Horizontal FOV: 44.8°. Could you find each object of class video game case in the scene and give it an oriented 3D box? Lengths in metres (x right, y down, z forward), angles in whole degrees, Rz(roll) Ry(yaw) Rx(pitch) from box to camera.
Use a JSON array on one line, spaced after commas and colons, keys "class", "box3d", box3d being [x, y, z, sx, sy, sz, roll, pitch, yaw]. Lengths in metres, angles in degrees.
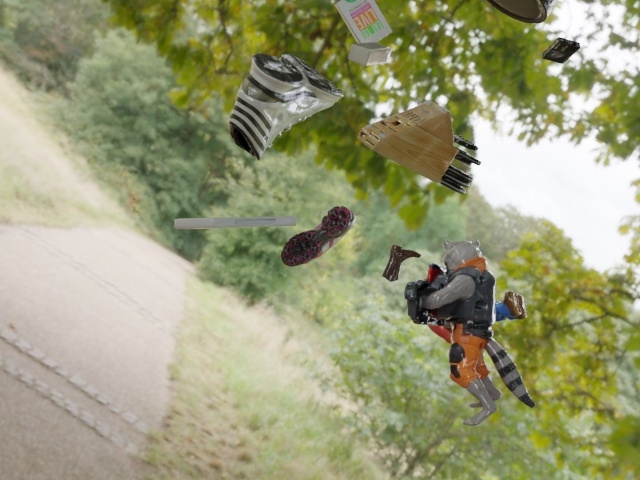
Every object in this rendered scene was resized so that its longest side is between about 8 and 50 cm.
[{"class": "video game case", "box3d": [-0.174, -0.036, 1.570, 0.183, 0.023, 0.201, -2, 2, -31]}]

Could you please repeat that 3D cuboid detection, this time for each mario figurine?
[{"class": "mario figurine", "box3d": [0.486, 0.214, 2.507, 0.198, 0.320, 0.170, 57, 30, -30]}]

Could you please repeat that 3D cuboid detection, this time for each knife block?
[{"class": "knife block", "box3d": [0.241, -0.189, 1.827, 0.088, 0.275, 0.242, 46, -26, 54]}]

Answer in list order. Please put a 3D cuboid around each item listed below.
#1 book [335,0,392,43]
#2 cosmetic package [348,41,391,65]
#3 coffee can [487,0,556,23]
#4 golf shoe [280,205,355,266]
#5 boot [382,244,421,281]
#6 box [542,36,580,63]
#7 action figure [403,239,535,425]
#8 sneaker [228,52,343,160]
[{"class": "book", "box3d": [0.118, -0.601, 2.101, 0.144, 0.096, 0.035, 57, -4, -9]}, {"class": "cosmetic package", "box3d": [0.126, -0.475, 1.978, 0.060, 0.041, 0.115, 28, 28, 27]}, {"class": "coffee can", "box3d": [0.514, -0.679, 1.809, 0.201, 0.275, 0.201, 34, -1, 1]}, {"class": "golf shoe", "box3d": [0.000, 0.000, 1.682, 0.068, 0.186, 0.086, 58, 9, 17]}, {"class": "boot", "box3d": [0.253, 0.081, 2.421, 0.106, 0.114, 0.037, 17, -4, -9]}, {"class": "box", "box3d": [0.654, -0.516, 2.112, 0.067, 0.018, 0.083, 11, -22, -15]}, {"class": "action figure", "box3d": [0.300, 0.157, 1.485, 0.178, 0.331, 0.341, -12, -5, 27]}, {"class": "sneaker", "box3d": [-0.117, -0.356, 2.105, 0.169, 0.258, 0.447, 41, 21, 15]}]
